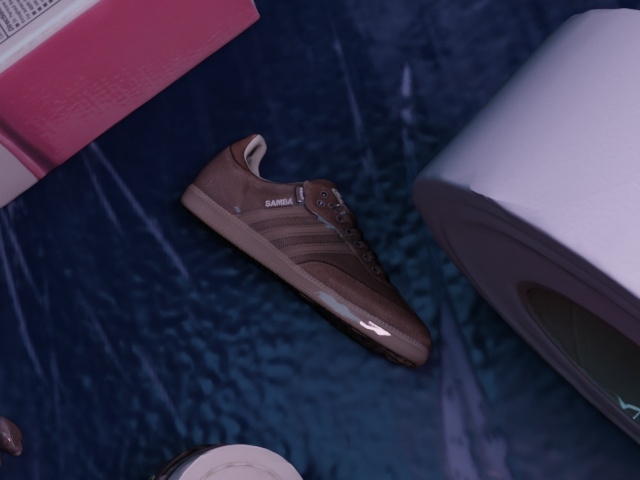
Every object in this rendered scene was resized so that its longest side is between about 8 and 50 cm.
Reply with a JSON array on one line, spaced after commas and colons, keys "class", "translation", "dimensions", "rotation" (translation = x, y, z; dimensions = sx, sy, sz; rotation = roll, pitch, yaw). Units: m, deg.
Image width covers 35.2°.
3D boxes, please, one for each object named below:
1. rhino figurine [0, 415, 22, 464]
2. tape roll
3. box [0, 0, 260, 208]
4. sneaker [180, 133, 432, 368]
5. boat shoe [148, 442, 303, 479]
[{"class": "rhino figurine", "translation": [-0.242, 0.137, 0.618], "dimensions": [0.106, 0.073, 0.243], "rotation": [-19, 71, 2]}, {"class": "tape roll", "translation": [0.176, 0.035, 0.446], "dimensions": [0.286, 0.286, 0.100], "rotation": [41, 85, 21]}, {"class": "box", "translation": [-0.183, -0.157, 0.667], "dimensions": [0.232, 0.127, 0.149], "rotation": [-36, 69, 0]}, {"class": "sneaker", "translation": [0.000, 0.000, 0.610], "dimensions": [0.188, 0.066, 0.071], "rotation": [35, 82, 19]}, {"class": "boat shoe", "translation": [-0.075, 0.270, 0.527], "dimensions": [0.116, 0.096, 0.325], "rotation": [12, 76, -24]}]
